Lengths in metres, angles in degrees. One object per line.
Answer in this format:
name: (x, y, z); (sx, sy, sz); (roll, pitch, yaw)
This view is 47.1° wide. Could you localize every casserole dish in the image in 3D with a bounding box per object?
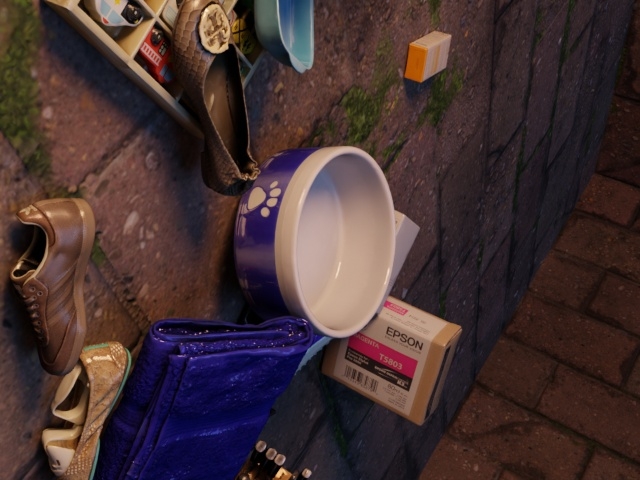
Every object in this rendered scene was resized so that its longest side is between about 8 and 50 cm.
casserole dish: (-0.042, -0.277, 0.812); (0.114, 0.037, 0.188); (17, 71, -71)

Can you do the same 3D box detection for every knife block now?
knife block: (-0.110, 0.403, 1.197); (0.088, 0.275, 0.242); (-51, 125, -33)

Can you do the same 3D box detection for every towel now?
towel: (-0.150, 0.227, 0.924); (0.227, 0.076, 0.308); (4, 126, -38)

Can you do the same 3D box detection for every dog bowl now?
dog bowl: (0.000, 0.000, 1.035); (0.265, 0.104, 0.265); (-9, 102, -55)

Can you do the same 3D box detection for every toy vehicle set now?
toy vehicle set: (-0.140, -0.228, 0.735); (0.166, 0.035, 0.267); (-62, 155, -7)

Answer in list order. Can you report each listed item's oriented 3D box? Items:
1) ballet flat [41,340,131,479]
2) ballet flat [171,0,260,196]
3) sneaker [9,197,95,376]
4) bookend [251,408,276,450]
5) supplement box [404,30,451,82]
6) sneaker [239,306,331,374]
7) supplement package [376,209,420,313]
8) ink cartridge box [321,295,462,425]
ballet flat: (-0.280, 0.207, 0.838); (0.067, 0.073, 0.206); (13, 99, -37)
ballet flat: (-0.102, -0.142, 0.772); (0.084, 0.058, 0.250); (-47, 149, -36)
sneaker: (-0.271, 0.048, 0.716); (0.071, 0.066, 0.188); (-4, 112, -43)
bookend: (-0.160, 0.344, 1.162); (0.156, 0.072, 0.157); (-15, 126, -59)
supplement box: (0.188, -0.323, 1.286); (0.098, 0.036, 0.062); (-37, 143, -45)
sneaker: (-0.045, 0.116, 1.149); (0.293, 0.102, 0.146); (-49, 149, -31)
supplement package: (0.086, 0.026, 1.316); (0.179, 0.105, 0.105); (-64, 154, -1)
ink cartridge box: (0.131, 0.215, 1.419); (0.088, 0.234, 0.193); (-30, 137, -52)
